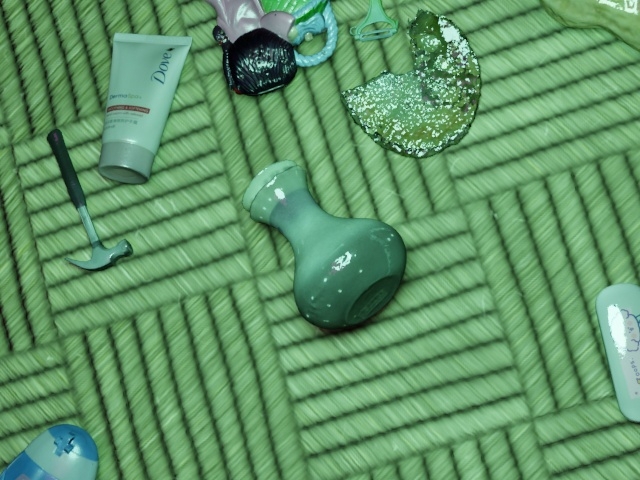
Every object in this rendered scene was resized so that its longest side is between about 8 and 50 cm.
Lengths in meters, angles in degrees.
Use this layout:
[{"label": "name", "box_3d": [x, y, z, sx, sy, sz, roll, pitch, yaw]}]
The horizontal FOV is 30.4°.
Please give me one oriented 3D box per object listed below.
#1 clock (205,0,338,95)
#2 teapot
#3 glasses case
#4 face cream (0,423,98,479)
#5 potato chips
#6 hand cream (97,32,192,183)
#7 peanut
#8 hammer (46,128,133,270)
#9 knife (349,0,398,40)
[{"label": "clock", "box_3d": [-0.074, -0.332, 1.811, 0.194, 0.100, 0.195, -18, 80, 7]}, {"label": "teapot", "box_3d": [0.000, 0.000, 1.720, 0.183, 0.183, 0.251, -43, 64, 3]}, {"label": "glasses case", "box_3d": [0.440, 0.157, 1.656, 0.076, 0.049, 0.197, -12, 80, 10]}, {"label": "face cream", "box_3d": [-0.431, 0.399, 1.784, 0.149, 0.083, 0.264, 31, 89, 13]}, {"label": "potato chips", "box_3d": [0.150, -0.237, 1.790, 0.202, 0.029, 0.220, 27, 91, 14]}, {"label": "hand cream", "box_3d": [-0.283, -0.216, 1.855, 0.133, 0.083, 0.248, 4, 73, 10]}, {"label": "peanut", "box_3d": [0.410, -0.352, 1.709, 0.256, 0.123, 0.123, 33, 89, 10]}, {"label": "hammer", "box_3d": [-0.390, -0.065, 1.875, 0.103, 0.029, 0.246, -27, 76, 6]}, {"label": "knife", "box_3d": [0.079, -0.392, 1.826, 0.078, 0.022, 0.166, -6, 81, 14]}]
